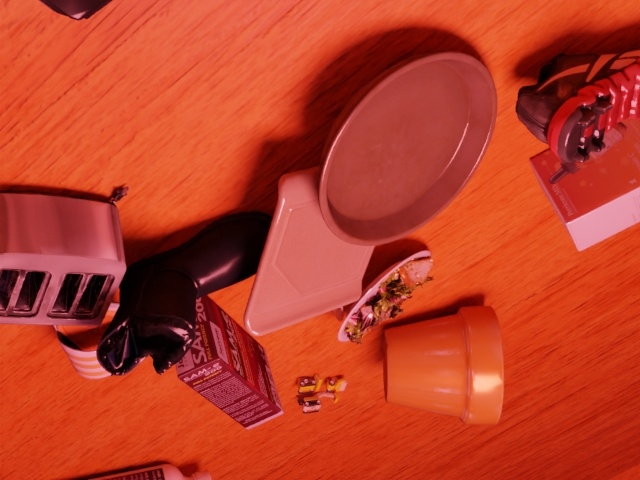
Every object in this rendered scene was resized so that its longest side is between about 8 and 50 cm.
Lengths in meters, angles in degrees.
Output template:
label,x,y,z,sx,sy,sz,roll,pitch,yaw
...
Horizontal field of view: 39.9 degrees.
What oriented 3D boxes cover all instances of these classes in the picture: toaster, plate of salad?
label,x,y,z,sx,sy,sz,roll,pitch,yaw
toaster,-0.335,0.023,1.081,0.168,0.110,0.185,5,137,-31
plate of salad,0.108,0.095,1.381,0.200,0.048,0.200,-39,161,-16

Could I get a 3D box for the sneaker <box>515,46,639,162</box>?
label,x,y,z,sx,sy,sz,roll,pitch,yaw
sneaker,0.359,-0.199,1.131,0.276,0.135,0.097,-29,137,-27

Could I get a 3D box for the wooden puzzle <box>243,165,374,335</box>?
label,x,y,z,sx,sy,sz,roll,pitch,yaw
wooden puzzle,0.000,0.000,1.182,0.221,0.044,0.238,-16,132,-41

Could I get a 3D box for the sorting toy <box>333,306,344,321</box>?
label,x,y,z,sx,sy,sz,roll,pitch,yaw
sorting toy,0.020,0.083,1.353,0.045,0.075,0.083,-15,144,-6

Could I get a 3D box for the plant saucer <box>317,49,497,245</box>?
label,x,y,z,sx,sy,sz,roll,pitch,yaw
plant saucer,0.105,-0.115,1.101,0.278,0.041,0.277,-25,139,-25

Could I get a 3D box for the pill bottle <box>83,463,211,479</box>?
label,x,y,z,sx,sy,sz,roll,pitch,yaw
pill bottle,-0.362,0.530,1.668,0.323,0.181,0.181,-8,142,-16

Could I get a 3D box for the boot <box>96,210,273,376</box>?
label,x,y,z,sx,sy,sz,roll,pitch,yaw
boot,-0.160,0.071,1.133,0.247,0.207,0.094,-21,117,5

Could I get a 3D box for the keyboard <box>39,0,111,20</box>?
label,x,y,z,sx,sy,sz,roll,pitch,yaw
keyboard,-0.168,-0.331,0.766,0.317,0.033,0.201,-33,149,16

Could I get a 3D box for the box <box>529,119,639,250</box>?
label,x,y,z,sx,sy,sz,roll,pitch,yaw
box,0.412,-0.089,1.266,0.171,0.130,0.091,-28,144,11

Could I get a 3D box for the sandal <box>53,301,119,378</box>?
label,x,y,z,sx,sy,sz,roll,pitch,yaw
sandal,-0.307,0.164,1.274,0.102,0.076,0.265,-15,155,-6

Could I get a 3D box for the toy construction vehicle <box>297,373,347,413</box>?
label,x,y,z,sx,sy,sz,roll,pitch,yaw
toy construction vehicle,-0.004,0.278,1.640,0.098,0.035,0.085,-5,131,-23

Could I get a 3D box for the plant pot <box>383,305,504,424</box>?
label,x,y,z,sx,sy,sz,roll,pitch,yaw
plant pot,0.205,0.218,1.532,0.188,0.205,0.205,-1,143,0

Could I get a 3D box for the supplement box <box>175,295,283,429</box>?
label,x,y,z,sx,sy,sz,roll,pitch,yaw
supplement box,-0.148,0.189,1.368,0.073,0.130,0.239,-26,145,8
